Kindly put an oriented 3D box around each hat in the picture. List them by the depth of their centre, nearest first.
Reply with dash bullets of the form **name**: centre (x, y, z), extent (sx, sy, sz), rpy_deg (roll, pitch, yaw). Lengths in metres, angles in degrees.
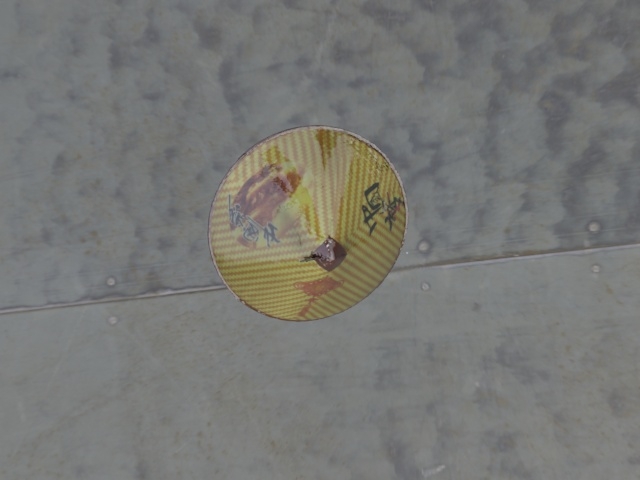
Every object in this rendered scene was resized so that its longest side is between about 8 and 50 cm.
- **hat**: centre (0.000, 0.000, 0.612), extent (0.192, 0.082, 0.193), rpy_deg (-5, 110, -13)
